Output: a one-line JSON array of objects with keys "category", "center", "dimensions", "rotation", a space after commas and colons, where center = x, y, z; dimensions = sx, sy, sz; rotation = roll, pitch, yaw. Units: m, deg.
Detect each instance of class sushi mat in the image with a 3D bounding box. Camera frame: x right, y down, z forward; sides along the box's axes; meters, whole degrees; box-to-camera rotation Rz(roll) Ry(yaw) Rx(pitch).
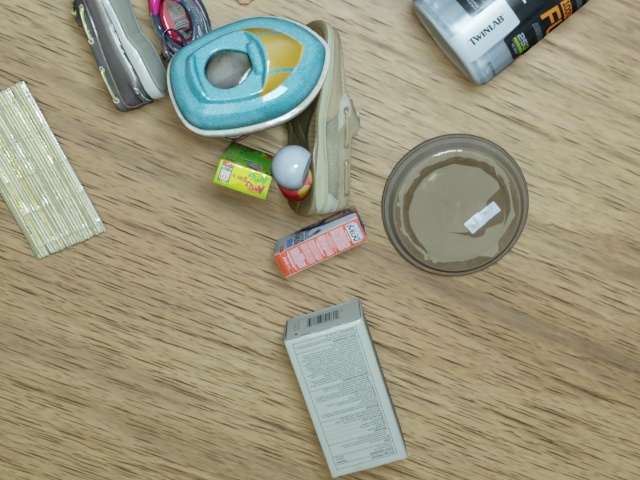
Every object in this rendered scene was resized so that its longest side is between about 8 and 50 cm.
[{"category": "sushi mat", "center": [-0.538, -0.124, 1.445], "dimensions": [0.151, 0.019, 0.316], "rotation": [-24, 105, 6]}]

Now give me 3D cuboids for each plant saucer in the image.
[{"category": "plant saucer", "center": [0.254, -0.060, 1.452], "dimensions": [0.278, 0.041, 0.278], "rotation": [0, 106, 1]}]

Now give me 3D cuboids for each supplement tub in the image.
[{"category": "supplement tub", "center": [0.326, -0.423, 1.270], "dimensions": [0.316, 0.193, 0.193], "rotation": [-39, 103, 11]}]

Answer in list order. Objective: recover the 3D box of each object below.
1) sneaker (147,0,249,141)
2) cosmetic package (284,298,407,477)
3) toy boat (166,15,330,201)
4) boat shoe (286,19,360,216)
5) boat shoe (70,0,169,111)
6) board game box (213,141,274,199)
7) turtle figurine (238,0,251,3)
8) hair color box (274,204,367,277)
[{"category": "sneaker", "center": [-0.214, -0.303, 1.346], "dimensions": [0.121, 0.112, 0.299], "rotation": [-29, 105, 8]}, {"category": "cosmetic package", "center": [0.050, 0.290, 1.522], "dimensions": [0.160, 0.113, 0.309], "rotation": [-16, 107, 5]}, {"category": "toy boat", "center": [-0.087, -0.213, 1.218], "dimensions": [0.267, 0.148, 0.318], "rotation": [-23, 78, -4]}, {"category": "boat shoe", "center": [0.007, -0.215, 1.384], "dimensions": [0.110, 0.122, 0.341], "rotation": [-7, 110, -35]}, {"category": "boat shoe", "center": [-0.369, -0.380, 1.322], "dimensions": [0.097, 0.116, 0.324], "rotation": [-21, 103, 16]}, {"category": "board game box", "center": [-0.128, -0.126, 1.361], "dimensions": [0.092, 0.181, 0.043], "rotation": [19, 106, -6]}, {"category": "turtle figurine", "center": [-0.079, -0.531, 1.273], "dimensions": [0.217, 0.087, 0.269], "rotation": [-11, 120, -1]}, {"category": "hair color box", "center": [0.000, 0.000, 1.446], "dimensions": [0.167, 0.093, 0.053], "rotation": [-24, 105, 6]}]
